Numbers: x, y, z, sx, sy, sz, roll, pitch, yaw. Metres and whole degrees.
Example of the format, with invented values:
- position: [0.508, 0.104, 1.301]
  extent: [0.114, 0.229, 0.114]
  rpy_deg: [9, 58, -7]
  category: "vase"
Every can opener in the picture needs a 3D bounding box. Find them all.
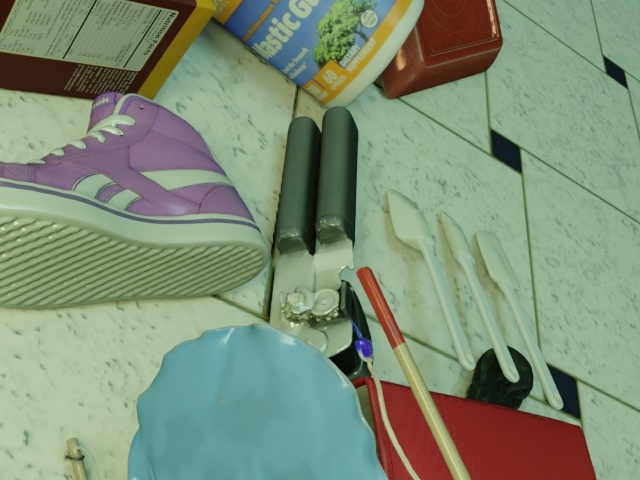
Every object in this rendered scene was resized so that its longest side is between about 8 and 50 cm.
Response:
- position: [0.000, 0.000, 0.781]
  extent: [0.093, 0.074, 0.280]
  rpy_deg: [57, 26, -48]
  category: "can opener"

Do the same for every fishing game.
- position: [-0.035, 0.139, 0.487]
  extent: [0.041, 0.264, 0.189]
  rpy_deg: [7, 53, -56]
  category: "fishing game"

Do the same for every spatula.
- position: [0.150, 0.052, 0.870]
  extent: [0.168, 0.019, 0.242]
  rpy_deg: [26, 34, -32]
  category: "spatula"

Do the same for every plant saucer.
- position: [0.139, -0.321, 1.068]
  extent: [0.258, 0.047, 0.259]
  rpy_deg: [-25, 105, -48]
  category: "plant saucer"

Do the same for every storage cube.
- position: [0.062, 0.219, 0.562]
  extent: [0.193, 0.183, 0.215]
  rpy_deg: [18, 49, -31]
  category: "storage cube"

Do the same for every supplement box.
- position: [-0.218, -0.231, 0.711]
  extent: [0.194, 0.129, 0.191]
  rpy_deg: [1, 58, -41]
  category: "supplement box"

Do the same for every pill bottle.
- position: [-0.045, -0.266, 0.873]
  extent: [0.272, 0.152, 0.152]
  rpy_deg: [36, 42, -13]
  category: "pill bottle"

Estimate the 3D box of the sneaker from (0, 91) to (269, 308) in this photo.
- position: [-0.176, -0.041, 0.632]
  extent: [0.282, 0.102, 0.161]
  rpy_deg: [7, 51, -51]
  category: "sneaker"

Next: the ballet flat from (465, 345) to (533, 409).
- position: [0.157, 0.149, 0.818]
  extent: [0.057, 0.049, 0.173]
  rpy_deg: [34, 33, 10]
  category: "ballet flat"
